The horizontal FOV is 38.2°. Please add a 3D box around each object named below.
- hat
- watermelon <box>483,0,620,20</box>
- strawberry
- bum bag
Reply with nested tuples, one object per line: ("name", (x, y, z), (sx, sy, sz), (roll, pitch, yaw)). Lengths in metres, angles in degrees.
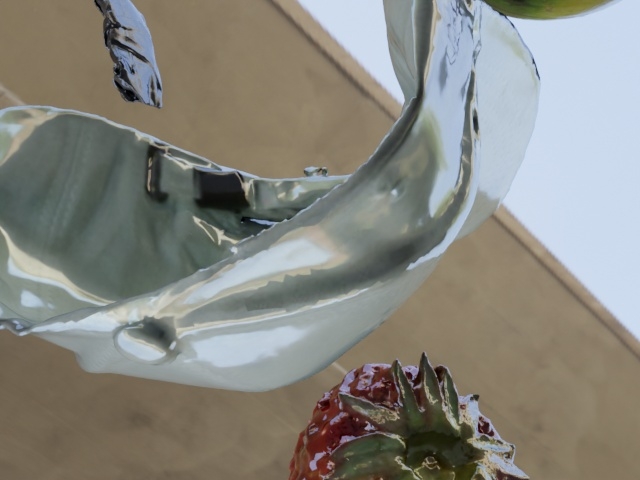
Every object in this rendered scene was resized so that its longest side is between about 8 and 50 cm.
("hat", (-0.003, -0.007, 0.464), (0.301, 0.257, 0.168), (14, -116, -56))
("watermelon", (0.157, -0.242, 0.670), (0.232, 0.204, 0.127), (21, -128, -14))
("strawberry", (0.066, 0.309, 1.104), (0.292, 0.343, 0.292), (14, -127, -20))
("bum bag", (-0.227, -0.227, 1.074), (0.087, 0.049, 0.198), (34, -150, -51))
